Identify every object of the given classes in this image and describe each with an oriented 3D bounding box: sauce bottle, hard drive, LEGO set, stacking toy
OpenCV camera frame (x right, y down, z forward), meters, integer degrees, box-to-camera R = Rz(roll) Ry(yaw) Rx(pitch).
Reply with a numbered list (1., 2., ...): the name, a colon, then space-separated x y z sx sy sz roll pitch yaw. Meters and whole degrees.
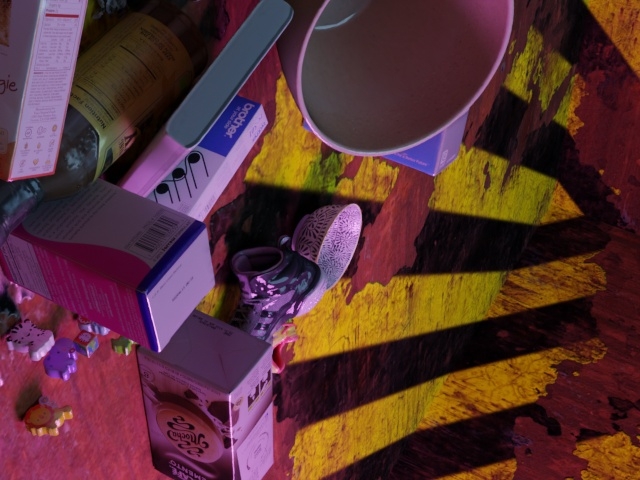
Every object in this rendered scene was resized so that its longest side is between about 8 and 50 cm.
1. sauce bottle: -0.260 -0.122 1.144 0.344 0.111 0.111 -50 153 -29
2. hard drive: -0.146 -0.150 1.242 0.203 0.040 0.307 -56 -168 -20
3. LEGO set: -0.223 -0.275 1.197 0.083 0.023 0.054 -64 159 -9
4. stacking toy: -0.306 0.122 1.361 0.221 0.052 0.167 -52 155 -40

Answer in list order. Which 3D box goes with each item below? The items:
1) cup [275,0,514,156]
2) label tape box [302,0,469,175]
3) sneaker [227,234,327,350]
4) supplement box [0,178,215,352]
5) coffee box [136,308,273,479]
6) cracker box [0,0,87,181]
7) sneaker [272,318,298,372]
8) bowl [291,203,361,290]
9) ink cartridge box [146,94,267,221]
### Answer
1. cup: 0.065 -0.319 1.485 0.331 0.237 0.331 -19 136 -19
2. label tape box: 0.125 -0.308 1.688 0.115 0.249 0.348 -34 141 -54
3. sneaker: -0.118 0.107 1.738 0.268 0.101 0.153 -46 134 -8
4. supplement box: -0.240 0.012 1.169 0.111 0.220 0.114 -52 155 -34
5. coffee box: -0.171 0.263 1.652 0.119 0.168 0.297 -49 152 -40
6. cracker box: -0.292 -0.187 0.937 0.067 0.155 0.232 -18 127 -62
7. sneaker: -0.074 0.137 1.864 0.081 0.094 0.209 -18 126 -61
8. bowl: 0.000 0.000 1.927 0.170 0.080 0.170 -51 154 -37
9. ink cartridge box: -0.164 -0.105 1.407 0.207 0.097 0.046 -58 157 -22
